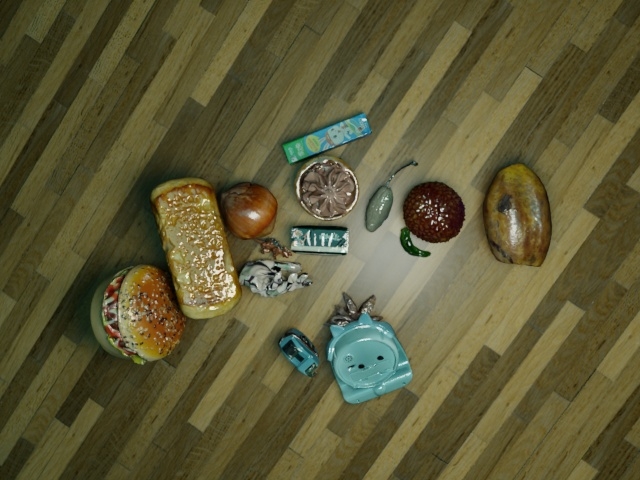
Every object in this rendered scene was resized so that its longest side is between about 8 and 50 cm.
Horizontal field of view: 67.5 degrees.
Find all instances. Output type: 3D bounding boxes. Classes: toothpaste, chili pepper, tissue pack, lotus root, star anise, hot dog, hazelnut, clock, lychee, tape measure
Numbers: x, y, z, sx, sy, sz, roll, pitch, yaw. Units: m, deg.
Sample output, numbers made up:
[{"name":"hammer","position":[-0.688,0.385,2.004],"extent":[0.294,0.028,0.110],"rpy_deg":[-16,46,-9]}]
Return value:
[{"name":"toothpaste","position":[0.021,-0.304,1.448],"extent":[0.266,0.050,0.065],"rpy_deg":[-20,94,6]},{"name":"chili pepper","position":[0.277,0.016,1.450],"extent":[0.055,0.035,0.118],"rpy_deg":[-44,85,22]},{"name":"tissue pack","position":[0.001,0.000,1.437],"extent":[0.170,0.103,0.091],"rpy_deg":[4,89,4]},{"name":"lotus root","position":[0.547,-0.073,1.354],"extent":[0.193,0.193,0.291],"rpy_deg":[-2,93,5]},{"name":"star anise","position":[0.117,0.252,1.459],"extent":[0.182,0.065,0.195],"rpy_deg":[30,86,-3]},{"name":"hot dog","position":[-0.364,0.024,1.409],"extent":[0.185,0.223,0.406],"rpy_deg":[-15,90,-15]},{"name":"hazelnut","position":[-0.216,-0.082,1.422],"extent":[0.182,0.182,0.182],"rpy_deg":[0,93,5]},{"name":"clock","position":[0.128,0.339,1.401],"extent":[0.223,0.094,0.274],"rpy_deg":[-24,117,6]},{"name":"lychee","position":[0.327,-0.082,1.371],"extent":[0.188,0.188,0.188],"rpy_deg":[0,93,5]},{"name":"tape measure","position":[-0.065,0.331,1.446],"extent":[0.081,0.125,0.146],"rpy_deg":[-43,101,7]}]

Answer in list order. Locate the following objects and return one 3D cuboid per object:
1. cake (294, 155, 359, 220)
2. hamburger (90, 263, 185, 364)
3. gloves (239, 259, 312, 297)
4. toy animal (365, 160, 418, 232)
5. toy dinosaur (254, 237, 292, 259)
[{"name":"cake","position":[0.014,-0.159,1.394],"extent":[0.185,0.178,0.208],"rpy_deg":[-28,87,6]},{"name":"hamburger","position":[-0.514,0.213,1.395],"extent":[0.176,0.300,0.300],"rpy_deg":[-10,92,20]},{"name":"gloves","position":[-0.130,0.120,1.450],"extent":[0.212,0.127,0.111],"rpy_deg":[17,103,7]},{"name":"toy animal","position":[0.201,-0.140,1.427],"extent":[0.070,0.079,0.253],"rpy_deg":[30,93,9]},{"name":"toy dinosaur","position":[-0.155,0.017,1.475],"extent":[0.154,0.049,0.055],"rpy_deg":[28,60,14]}]
